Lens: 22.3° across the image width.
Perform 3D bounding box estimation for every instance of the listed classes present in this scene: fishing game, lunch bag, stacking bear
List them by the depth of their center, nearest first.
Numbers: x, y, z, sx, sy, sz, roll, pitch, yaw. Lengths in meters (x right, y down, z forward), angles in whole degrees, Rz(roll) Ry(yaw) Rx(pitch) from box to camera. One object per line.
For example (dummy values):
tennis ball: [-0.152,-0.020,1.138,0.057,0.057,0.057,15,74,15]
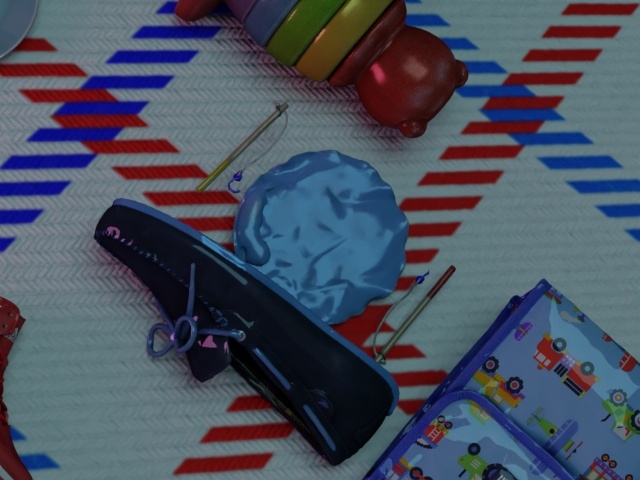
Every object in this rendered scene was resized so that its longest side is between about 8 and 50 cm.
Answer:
lunch bag: [0.197,0.224,1.613,0.221,0.138,0.293,41,77,2]
fishing game: [0.000,0.000,1.679,0.264,0.041,0.189,41,73,-3]
stacking bear: [0.019,-0.230,1.713,0.289,0.164,0.175,40,65,-3]

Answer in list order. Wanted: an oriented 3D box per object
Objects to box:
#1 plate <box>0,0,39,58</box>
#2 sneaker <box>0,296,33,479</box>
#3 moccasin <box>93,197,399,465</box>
plate: [-0.386,-0.256,1.682,0.188,0.024,0.188,5,69,-14]
sneaker: [-0.308,0.129,1.521,0.128,0.087,0.221,-36,83,-22]
moccasin: [-0.083,0.090,1.568,0.342,0.138,0.117,35,78,1]
